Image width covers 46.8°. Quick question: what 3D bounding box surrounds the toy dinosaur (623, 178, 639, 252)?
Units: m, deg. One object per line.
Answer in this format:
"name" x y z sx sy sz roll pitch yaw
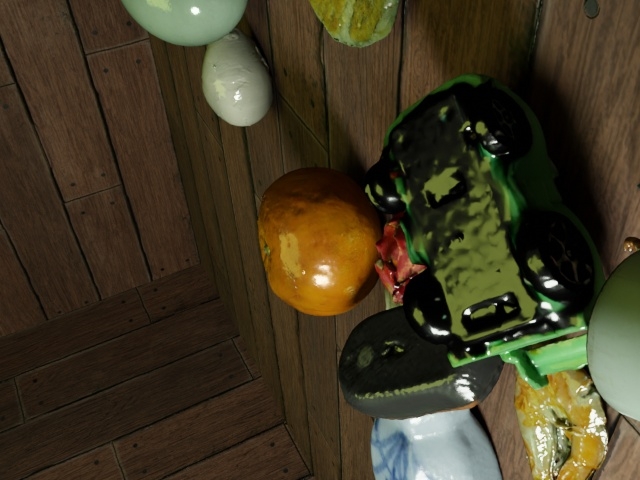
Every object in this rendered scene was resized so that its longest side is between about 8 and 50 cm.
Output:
"toy dinosaur" 0.324 0.010 0.699 0.154 0.049 0.055 68 167 -14

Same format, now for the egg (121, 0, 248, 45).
"egg" -0.294 -0.563 1.549 0.276 0.276 0.389 90 155 -50

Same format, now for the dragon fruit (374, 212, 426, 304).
"dragon fruit" 0.160 -0.001 1.073 0.261 0.163 0.189 107 167 -65

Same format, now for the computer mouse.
"computer mouse" 0.161 0.184 1.162 0.323 0.116 0.182 -21 56 44

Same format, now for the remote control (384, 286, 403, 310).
"remote control" 0.149 0.123 1.380 0.090 0.049 0.230 -127 21 -49

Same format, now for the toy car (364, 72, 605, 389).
"toy car" 0.203 -0.002 0.849 0.213 0.176 0.358 -33 70 46

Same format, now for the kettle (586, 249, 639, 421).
"kettle" 0.363 0.112 0.563 0.221 0.161 0.236 45 169 -20

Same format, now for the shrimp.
"shrimp" 0.325 0.274 1.001 0.154 0.062 0.294 32 138 55

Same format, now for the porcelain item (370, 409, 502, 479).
"porcelain item" 0.208 0.427 1.336 0.242 0.179 0.405 33 140 62

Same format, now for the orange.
"orange" 0.000 0.000 1.388 0.284 0.226 0.283 165 90 -79

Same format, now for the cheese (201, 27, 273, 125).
"cheese" -0.192 -0.360 1.693 0.189 0.154 0.198 54 158 26

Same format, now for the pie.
"pie" 0.035 -0.425 1.061 0.323 0.071 0.323 54 159 32
